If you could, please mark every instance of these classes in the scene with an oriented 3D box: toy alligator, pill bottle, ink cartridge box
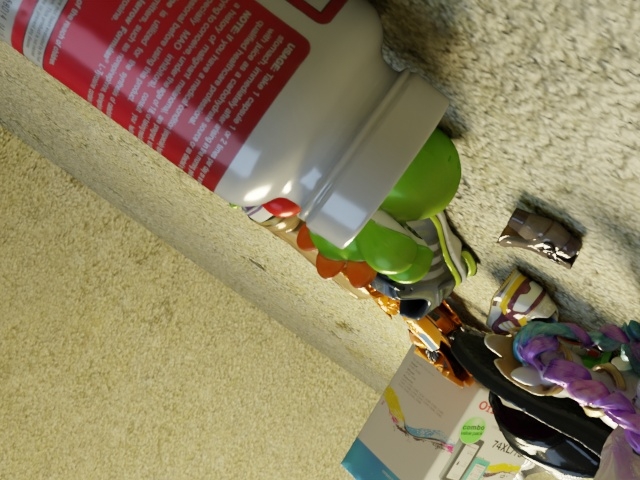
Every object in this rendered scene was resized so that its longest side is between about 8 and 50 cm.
[{"bbox_3d":[0.421,0.193,1.793,0.189,0.056,0.051,34,129,10],"label":"toy alligator"},{"bbox_3d":[-0.093,-0.180,1.254,0.407,0.229,0.229,36,170,-2],"label":"pill bottle"},{"bbox_3d":[0.214,0.344,2.343,0.198,0.270,0.197,24,-171,-37],"label":"ink cartridge box"}]

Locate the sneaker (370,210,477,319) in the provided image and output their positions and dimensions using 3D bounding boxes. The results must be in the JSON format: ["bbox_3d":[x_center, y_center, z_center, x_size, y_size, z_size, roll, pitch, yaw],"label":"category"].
[{"bbox_3d":[0.105,0.009,1.766,0.111,0.121,0.300,26,166,42],"label":"sneaker"}]

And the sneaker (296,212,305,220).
[{"bbox_3d":[0.028,-0.057,1.887,0.118,0.083,0.222,25,173,8],"label":"sneaker"}]

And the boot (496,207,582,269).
[{"bbox_3d":[0.245,0.003,1.519,0.087,0.042,0.118,32,170,7],"label":"boot"}]

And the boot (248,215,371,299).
[{"bbox_3d":[0.000,0.000,2.190,0.269,0.089,0.236,40,-179,-21],"label":"boot"}]

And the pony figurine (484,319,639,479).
[{"bbox_3d":[0.385,0.217,1.523,0.363,0.303,0.351,24,-173,-36],"label":"pony figurine"}]

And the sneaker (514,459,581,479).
[{"bbox_3d":[0.403,0.350,2.423,0.268,0.153,0.101,-17,116,33],"label":"sneaker"}]

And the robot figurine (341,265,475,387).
[{"bbox_3d":[0.163,0.126,2.164,0.291,0.085,0.211,47,175,-31],"label":"robot figurine"}]

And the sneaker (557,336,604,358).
[{"bbox_3d":[0.352,0.157,1.876,0.158,0.061,0.065,29,-160,4],"label":"sneaker"}]

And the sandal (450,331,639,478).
[{"bbox_3d":[0.344,0.272,1.818,0.446,0.107,0.167,34,-164,22],"label":"sandal"}]

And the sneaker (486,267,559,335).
[{"bbox_3d":[0.271,0.102,1.801,0.084,0.069,0.185,38,172,17],"label":"sneaker"}]

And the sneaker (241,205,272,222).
[{"bbox_3d":[-0.126,-0.115,2.006,0.161,0.102,0.282,42,170,-18],"label":"sneaker"}]

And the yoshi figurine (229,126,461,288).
[{"bbox_3d":[0.027,-0.106,1.517,0.362,0.203,0.203,45,136,35],"label":"yoshi figurine"}]
